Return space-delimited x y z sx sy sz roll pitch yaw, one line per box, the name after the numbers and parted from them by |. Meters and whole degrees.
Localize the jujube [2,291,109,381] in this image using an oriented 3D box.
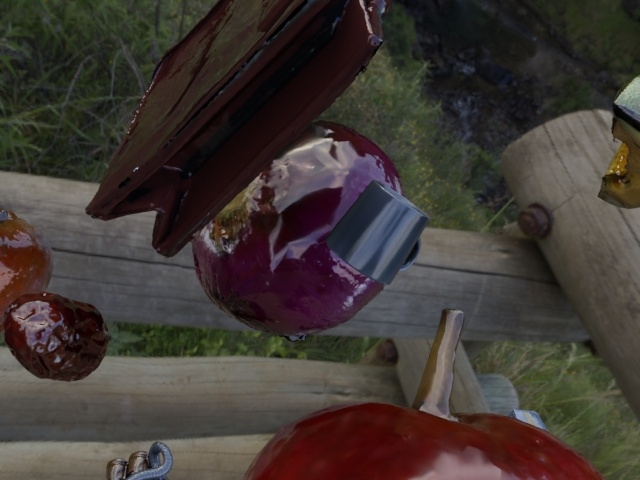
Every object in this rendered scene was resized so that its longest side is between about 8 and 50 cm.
-0.231 0.084 0.500 0.078 0.129 0.077 2 72 -5 | jujube

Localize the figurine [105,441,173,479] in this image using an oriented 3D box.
-0.393 0.627 1.132 0.186 0.261 0.381 54 13 -33 | figurine

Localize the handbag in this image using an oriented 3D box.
-0.065 -0.143 0.466 0.084 0.276 0.260 37 34 -27 | handbag

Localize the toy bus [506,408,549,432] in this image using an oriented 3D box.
0.372 0.377 0.958 0.075 0.064 0.190 9 32 -22 | toy bus

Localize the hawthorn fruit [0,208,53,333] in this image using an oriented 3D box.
-0.512 0.050 0.823 0.231 0.235 0.262 -1 81 -38 | hawthorn fruit

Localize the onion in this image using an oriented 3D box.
0.000 0.000 0.899 0.385 0.348 0.347 30 39 -44 | onion

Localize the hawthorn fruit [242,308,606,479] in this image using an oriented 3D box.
0.063 0.207 0.359 0.287 0.287 0.330 11 81 -17 | hawthorn fruit

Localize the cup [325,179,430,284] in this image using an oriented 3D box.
0.066 -0.006 0.562 0.100 0.077 0.078 25 15 -40 | cup

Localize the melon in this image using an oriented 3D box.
0.361 -0.113 0.618 0.079 0.160 0.128 22 69 32 | melon
